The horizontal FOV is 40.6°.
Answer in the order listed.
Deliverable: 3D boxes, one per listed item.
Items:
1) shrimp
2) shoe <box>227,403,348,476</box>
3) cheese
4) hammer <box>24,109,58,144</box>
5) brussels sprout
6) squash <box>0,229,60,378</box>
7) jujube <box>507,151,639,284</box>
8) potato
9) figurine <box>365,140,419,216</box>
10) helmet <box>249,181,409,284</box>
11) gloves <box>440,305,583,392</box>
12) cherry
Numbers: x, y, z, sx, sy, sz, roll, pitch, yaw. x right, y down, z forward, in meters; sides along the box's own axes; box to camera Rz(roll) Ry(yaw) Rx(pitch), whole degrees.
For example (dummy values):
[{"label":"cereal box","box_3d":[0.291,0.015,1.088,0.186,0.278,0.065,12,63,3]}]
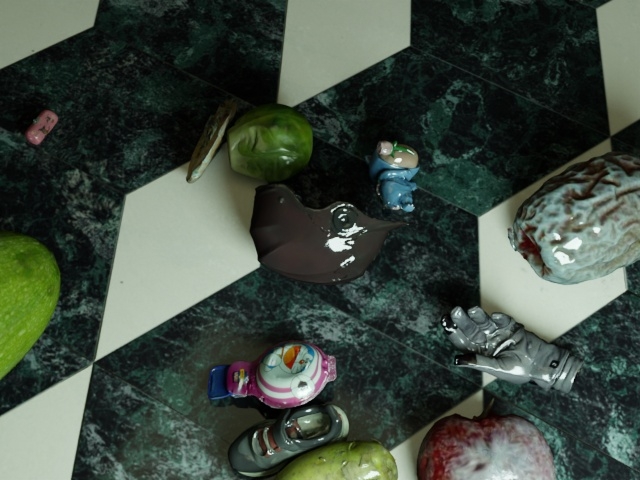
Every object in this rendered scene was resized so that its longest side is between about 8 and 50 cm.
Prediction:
[{"label":"shrimp","box_3d":[-0.219,-0.224,1.829,0.052,0.143,0.251,28,55,-18]},{"label":"shoe","box_3d":[-0.057,0.345,1.543,0.227,0.112,0.099,-16,65,-11]},{"label":"cheese","box_3d":[-0.091,0.250,1.611,0.244,0.062,0.155,-7,44,8]},{"label":"hammer","box_3d":[-0.606,-0.247,1.876,0.043,0.043,0.083,26,66,12]},{"label":"brussels sprout","box_3d":[-0.107,-0.207,1.814,0.180,0.144,0.162,4,101,-5]},{"label":"squash","box_3d":[-0.604,0.123,1.563,0.309,0.310,0.310,-29,67,-24]},{"label":"jujube","box_3d":[0.538,-0.044,1.709,0.317,0.226,0.226,-23,65,-7]},{"label":"potato","box_3d":[0.017,0.433,1.502,0.251,0.113,0.149,-28,79,-1]},{"label":"figurine","box_3d":[0.157,-0.139,1.771,0.114,0.144,0.178,3,51,-7]},{"label":"helmet","box_3d":[0.000,0.000,1.673,0.305,0.225,0.177,18,90,6]},{"label":"gloves","box_3d":[0.354,0.210,1.625,0.285,0.119,0.142,30,65,-3]},{"label":"cherry","box_3d":[0.280,0.415,1.464,0.230,0.203,0.300,-1,64,-6]}]
